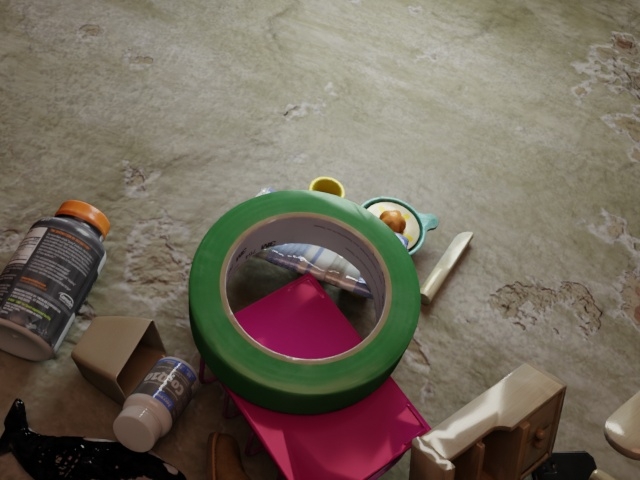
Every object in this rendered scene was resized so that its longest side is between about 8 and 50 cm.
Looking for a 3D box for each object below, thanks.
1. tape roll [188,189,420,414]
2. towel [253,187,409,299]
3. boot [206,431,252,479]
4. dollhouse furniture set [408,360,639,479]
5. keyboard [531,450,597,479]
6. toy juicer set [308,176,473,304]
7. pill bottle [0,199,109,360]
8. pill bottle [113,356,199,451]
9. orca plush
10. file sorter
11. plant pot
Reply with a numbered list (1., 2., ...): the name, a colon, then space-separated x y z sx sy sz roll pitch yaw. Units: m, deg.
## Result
1. tape roll: -0.023 0.079 1.027 0.320 0.077 0.322 5 56 -7
2. towel: 0.000 0.000 1.197 0.284 0.034 0.209 20 29 7
3. boot: -0.086 0.372 0.977 0.115 0.112 0.305 -19 36 -5
4. dollhouse furniture set: 0.339 0.366 0.937 0.256 0.362 0.394 -25 40 -31
5. keyboard: 0.364 0.475 1.097 0.201 0.033 0.317 4 56 -15
6. toy juicer set: 0.119 0.010 1.314 0.328 0.090 0.209 16 55 -2
7. pill bottle: -0.422 0.054 1.148 0.130 0.130 0.246 19 56 1
8. pill bottle: -0.240 0.239 1.069 0.078 0.078 0.137 25 31 5
9. orca plush: -0.319 0.301 1.024 0.287 0.102 0.151 32 57 10
10. file sorter: -0.025 0.243 1.075 0.202 0.182 0.291 -28 66 -25
11. plant pot: -0.311 0.176 1.113 0.096 0.109 0.109 16 55 15
